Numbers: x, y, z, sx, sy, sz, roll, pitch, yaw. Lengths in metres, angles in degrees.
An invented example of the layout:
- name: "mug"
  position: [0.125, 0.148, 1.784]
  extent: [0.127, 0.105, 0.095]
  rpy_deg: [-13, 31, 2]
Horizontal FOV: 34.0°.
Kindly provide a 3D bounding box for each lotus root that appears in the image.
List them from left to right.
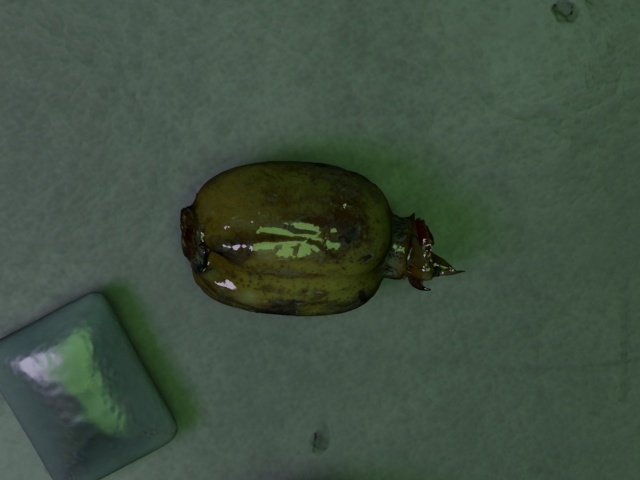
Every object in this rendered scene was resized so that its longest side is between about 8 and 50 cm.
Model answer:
- name: "lotus root"
  position: [0.000, -0.001, 1.039]
  extent: [0.278, 0.154, 0.154]
  rpy_deg: [3, 97, -8]

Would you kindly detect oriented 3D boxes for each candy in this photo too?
- name: "candy"
  position: [-0.240, 0.154, 1.054]
  extent: [0.138, 0.071, 0.174]
  rpy_deg: [-28, 99, -4]
